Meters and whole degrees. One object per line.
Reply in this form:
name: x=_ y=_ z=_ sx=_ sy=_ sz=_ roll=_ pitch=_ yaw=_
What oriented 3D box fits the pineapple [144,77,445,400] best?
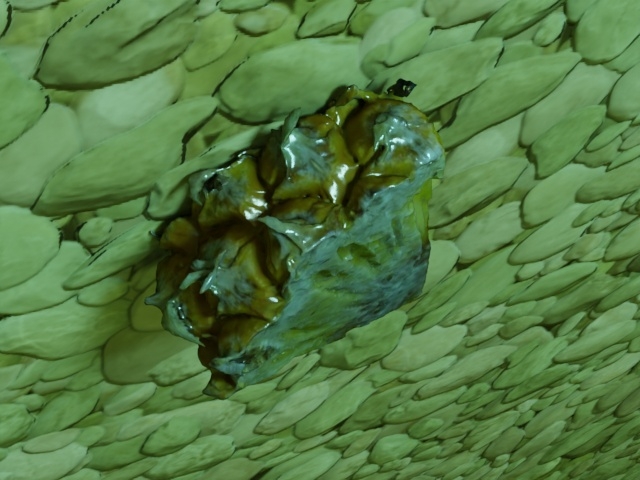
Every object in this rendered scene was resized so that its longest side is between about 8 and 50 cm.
pineapple: x=0.000 y=0.000 z=1.040 sx=0.236 sy=0.114 sz=0.186 roll=-38 pitch=154 yaw=13
